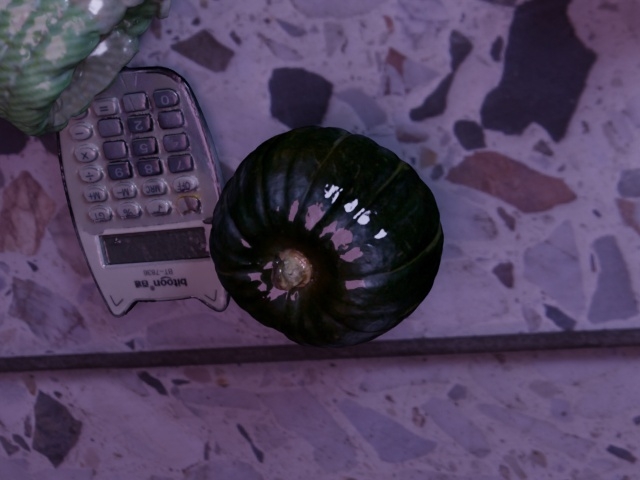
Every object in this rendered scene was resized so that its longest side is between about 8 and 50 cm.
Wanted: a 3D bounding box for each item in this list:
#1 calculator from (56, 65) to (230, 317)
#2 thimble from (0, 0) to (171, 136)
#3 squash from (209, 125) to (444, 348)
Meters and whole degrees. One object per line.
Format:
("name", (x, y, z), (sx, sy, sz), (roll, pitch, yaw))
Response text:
("calculator", (-0.177, -0.053, 1.349), (0.177, 0.040, 0.268), (-3, 111, 21))
("thimble", (-0.238, -0.212, 1.203), (0.150, 0.219, 0.219), (40, 120, -1))
("squash", (0.003, -0.002, 1.229), (0.218, 0.172, 0.218), (19, 149, 12))
